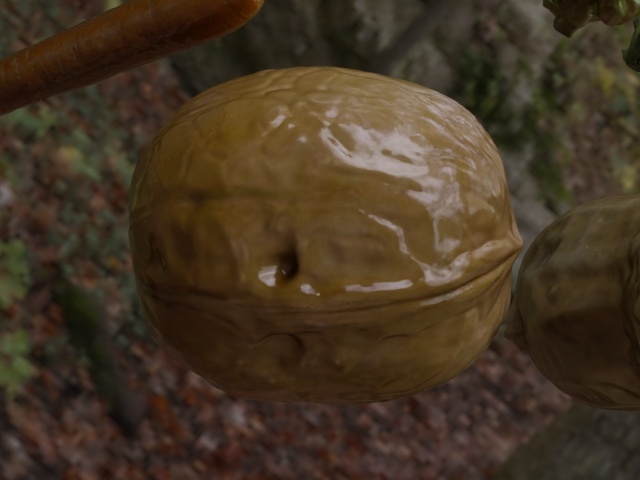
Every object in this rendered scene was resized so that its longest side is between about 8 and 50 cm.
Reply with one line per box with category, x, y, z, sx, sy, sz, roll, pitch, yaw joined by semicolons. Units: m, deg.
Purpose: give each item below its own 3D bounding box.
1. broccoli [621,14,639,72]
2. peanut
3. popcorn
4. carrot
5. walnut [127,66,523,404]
broccoli;0.440;-0.154;1.705;0.275;0.198;0.177;50;-12;23
peanut;0.209;0.037;1.087;0.153;0.140;0.325;0;-1;-11
popcorn;0.245;-0.238;1.638;0.109;0.089;0.097;-139;-147;-83
carrot;-0.141;-0.112;1.078;0.043;0.247;0.043;52;27;-42
walnut;0.000;0.000;1.018;0.225;0.193;0.193;10;-4;12
